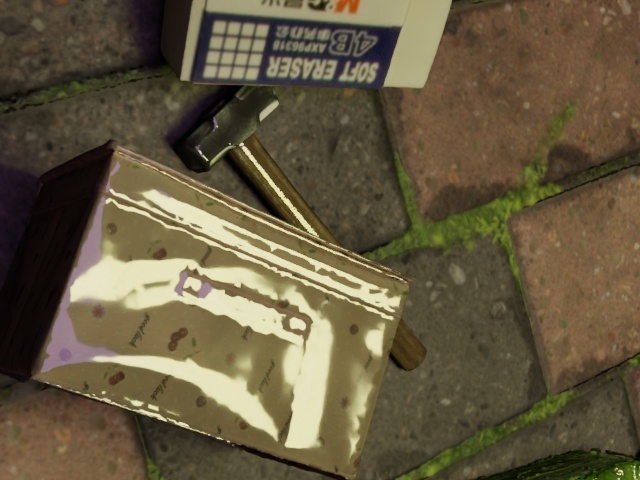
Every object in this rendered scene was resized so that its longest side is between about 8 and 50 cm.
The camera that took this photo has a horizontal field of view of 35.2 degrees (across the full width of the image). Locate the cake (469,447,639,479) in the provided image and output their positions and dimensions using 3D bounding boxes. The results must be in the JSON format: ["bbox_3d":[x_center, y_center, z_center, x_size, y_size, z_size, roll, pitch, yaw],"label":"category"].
[{"bbox_3d":[0.255,0.311,1.156,0.235,0.100,0.099,-5,90,-31],"label":"cake"}]

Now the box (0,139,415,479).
[{"bbox_3d":[-0.115,0.071,0.880,0.297,0.225,0.190,25,75,-26],"label":"box"}]

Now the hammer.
[{"bbox_3d":[0.000,0.000,1.063,0.111,0.043,0.365,-48,113,-24],"label":"hammer"}]

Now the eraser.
[{"bbox_3d":[-0.010,-0.222,1.002,0.279,0.081,0.124,-3,125,-27],"label":"eraser"}]
